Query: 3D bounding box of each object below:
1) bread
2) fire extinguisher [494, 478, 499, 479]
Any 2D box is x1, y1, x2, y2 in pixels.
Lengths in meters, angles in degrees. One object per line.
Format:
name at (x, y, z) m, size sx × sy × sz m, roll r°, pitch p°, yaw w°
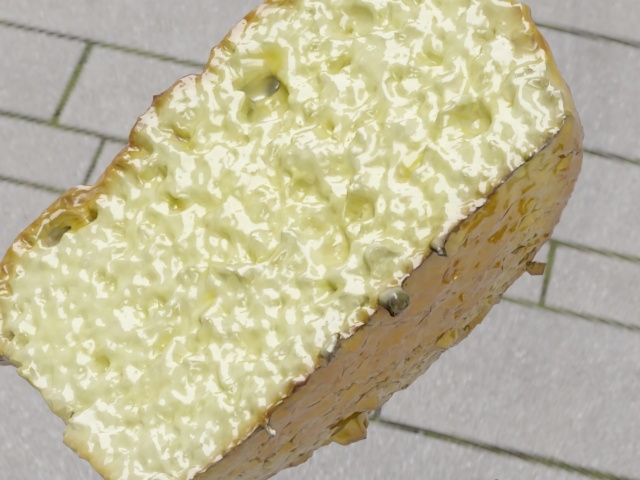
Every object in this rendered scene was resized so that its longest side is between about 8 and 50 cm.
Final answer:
bread at (0.000, 0.000, 0.723) m, size 0.340 × 0.179 × 0.194 m, roll -43°, pitch 63°, yaw 3°
fire extinguisher at (0.172, 0.366, 1.749) m, size 0.252 × 0.106 × 0.075 m, roll -8°, pitch 66°, yaw 22°
